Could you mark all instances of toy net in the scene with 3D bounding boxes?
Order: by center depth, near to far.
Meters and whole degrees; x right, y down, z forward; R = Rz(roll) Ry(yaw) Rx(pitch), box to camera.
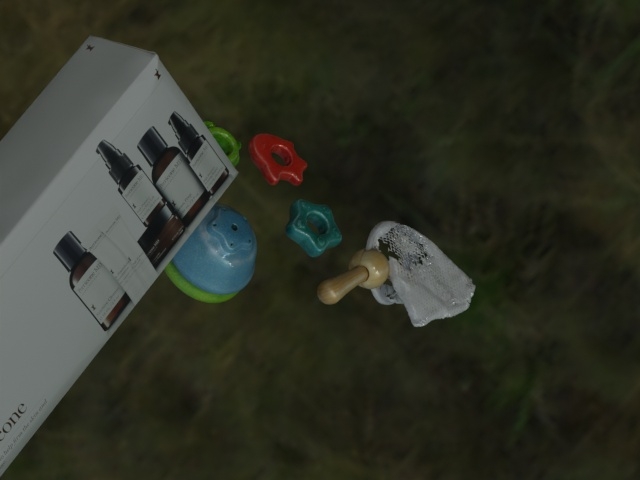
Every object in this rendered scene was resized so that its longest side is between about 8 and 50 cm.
[{"bbox_3d":[0.000,0.000,1.296,0.232,0.122,0.045,17,142,-28],"label":"toy net"}]

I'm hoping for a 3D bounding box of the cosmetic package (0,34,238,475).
[{"bbox_3d":[-0.147,0.018,0.953,0.060,0.239,0.099,18,153,42],"label":"cosmetic package"}]
